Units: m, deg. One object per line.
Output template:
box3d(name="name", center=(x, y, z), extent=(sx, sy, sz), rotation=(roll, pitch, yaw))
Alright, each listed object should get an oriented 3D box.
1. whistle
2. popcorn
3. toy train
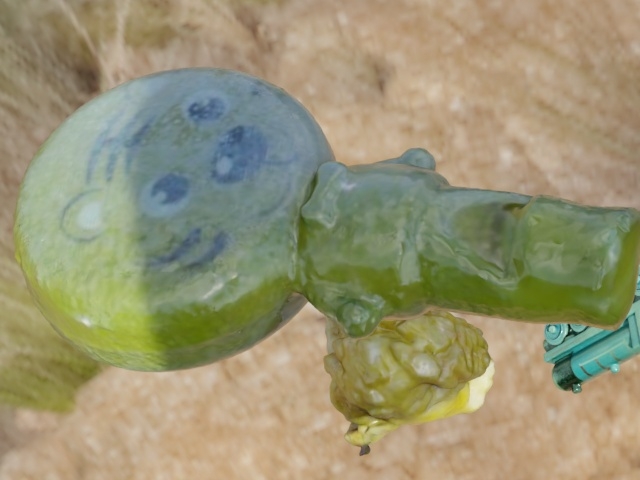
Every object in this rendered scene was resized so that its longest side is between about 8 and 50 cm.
box3d(name="whistle", center=(0.000, 0.000, 0.569), extent=(0.198, 0.057, 0.104), rotation=(7, 54, 20))
box3d(name="popcorn", center=(0.034, 0.050, 0.869), extent=(0.084, 0.084, 0.084), rotation=(-5, 59, 9))
box3d(name="toy train", center=(0.142, 0.044, 0.902), extent=(0.029, 0.092, 0.045), rotation=(13, 58, -33))
